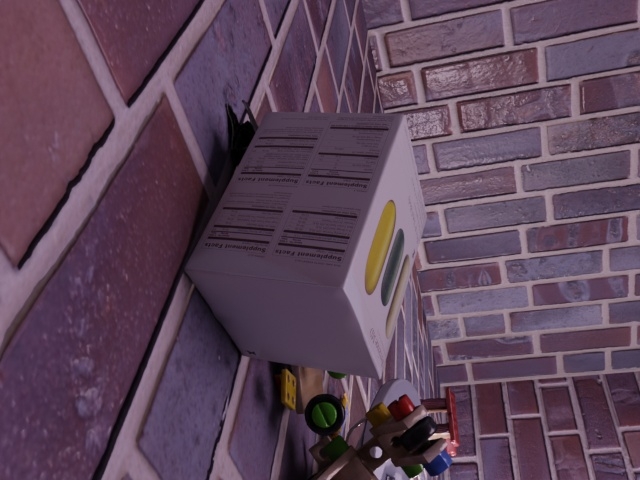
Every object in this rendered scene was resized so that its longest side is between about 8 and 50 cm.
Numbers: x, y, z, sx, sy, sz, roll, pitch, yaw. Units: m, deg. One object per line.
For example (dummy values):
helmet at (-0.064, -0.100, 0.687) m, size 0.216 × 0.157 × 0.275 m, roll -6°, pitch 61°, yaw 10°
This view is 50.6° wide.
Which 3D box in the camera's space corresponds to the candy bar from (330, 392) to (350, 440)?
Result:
candy bar at (0.041, 0.364, 1.360) m, size 0.161 × 0.018 × 0.040 m, roll -59°, pitch 140°, yaw -71°

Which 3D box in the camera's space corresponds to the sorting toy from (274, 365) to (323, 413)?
sorting toy at (-0.039, 0.193, 1.045) m, size 0.274 × 0.046 × 0.132 m, roll 17°, pitch 67°, yaw -76°

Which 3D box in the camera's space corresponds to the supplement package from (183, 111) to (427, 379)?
supplement package at (0.000, 0.000, 0.853) m, size 0.199 × 0.198 × 0.263 m, roll 68°, pitch 35°, yaw -47°

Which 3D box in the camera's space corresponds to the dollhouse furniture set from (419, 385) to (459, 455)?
dollhouse furniture set at (0.317, 0.558, 2.033) m, size 0.374 × 0.201 × 0.152 m, roll 56°, pitch 30°, yaw -62°

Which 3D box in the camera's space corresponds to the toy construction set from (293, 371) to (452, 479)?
toy construction set at (0.100, 0.359, 1.028) m, size 0.257 × 0.308 × 0.237 m, roll -62°, pitch 171°, yaw -8°

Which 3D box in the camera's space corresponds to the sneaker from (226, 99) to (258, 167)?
sneaker at (-0.099, -0.107, 0.959) m, size 0.089 × 0.051 × 0.170 m, roll 54°, pitch 26°, yaw -63°

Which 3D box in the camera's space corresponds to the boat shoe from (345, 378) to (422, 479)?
boat shoe at (0.079, 0.426, 1.228) m, size 0.136 × 0.156 × 0.367 m, roll 38°, pitch 51°, yaw -31°
